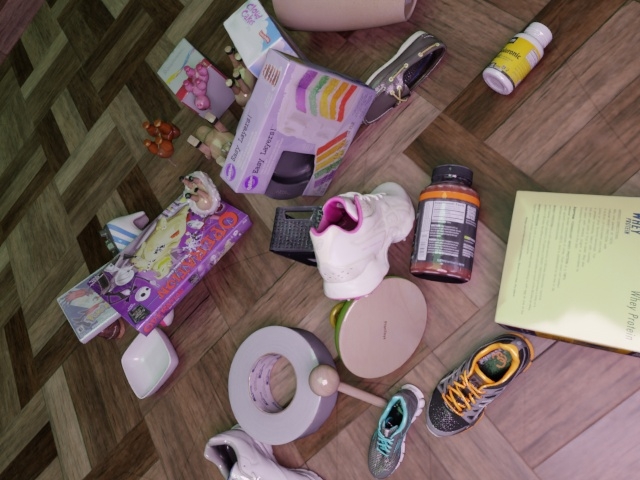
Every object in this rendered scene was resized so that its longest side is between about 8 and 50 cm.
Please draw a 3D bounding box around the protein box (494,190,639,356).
[{"bbox_3d":[0.380,0.049,0.600,0.201,0.136,0.199,8,80,32],"label":"protein box"}]

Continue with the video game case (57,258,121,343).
[{"bbox_3d":[-0.596,0.153,1.145,0.201,0.023,0.183,-41,56,-18],"label":"video game case"}]

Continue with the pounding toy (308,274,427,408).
[{"bbox_3d":[0.075,0.160,0.747,0.110,0.183,0.236,28,95,58],"label":"pounding toy"}]

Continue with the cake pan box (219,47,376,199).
[{"bbox_3d":[-0.042,-0.204,0.810,0.070,0.246,0.266,48,121,32],"label":"cake pan box"}]

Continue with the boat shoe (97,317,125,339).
[{"bbox_3d":[-0.626,0.199,1.173,0.207,0.073,0.073,32,97,34],"label":"boat shoe"}]

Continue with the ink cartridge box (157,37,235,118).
[{"bbox_3d":[-0.335,-0.438,1.151,0.127,0.128,0.176,-48,59,10],"label":"ink cartridge box"}]

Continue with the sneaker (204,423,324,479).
[{"bbox_3d":[-0.100,0.453,0.766,0.297,0.129,0.111,21,85,31],"label":"sneaker"}]

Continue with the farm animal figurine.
[{"bbox_3d":[-0.240,-0.264,1.035,0.330,0.172,0.326,-37,73,4],"label":"farm animal figurine"}]

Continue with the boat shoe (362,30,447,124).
[{"bbox_3d":[0.162,-0.327,0.863,0.227,0.081,0.068,-49,55,6],"label":"boat shoe"}]

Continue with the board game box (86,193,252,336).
[{"bbox_3d":[-0.350,0.030,0.986,0.208,0.056,0.347,30,67,23],"label":"board game box"}]

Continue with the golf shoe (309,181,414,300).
[{"bbox_3d":[0.078,-0.039,0.709,0.115,0.140,0.306,-10,30,32],"label":"golf shoe"}]

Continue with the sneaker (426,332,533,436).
[{"bbox_3d":[0.241,0.227,0.662,0.084,0.083,0.215,43,101,30],"label":"sneaker"}]

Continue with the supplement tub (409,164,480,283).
[{"bbox_3d":[0.220,-0.029,0.733,0.106,0.106,0.197,5,78,31],"label":"supplement tub"}]

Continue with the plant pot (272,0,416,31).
[{"bbox_3d":[0.071,-0.570,0.908,0.274,0.256,0.256,20,87,16],"label":"plant pot"}]

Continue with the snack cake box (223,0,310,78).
[{"bbox_3d":[-0.070,-0.365,0.898,0.089,0.264,0.152,-34,62,17],"label":"snack cake box"}]

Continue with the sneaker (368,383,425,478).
[{"bbox_3d":[0.116,0.324,0.709,0.065,0.076,0.166,19,87,33],"label":"sneaker"}]

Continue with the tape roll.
[{"bbox_3d":[-0.077,0.283,0.834,0.219,0.072,0.219,-8,73,27],"label":"tape roll"}]

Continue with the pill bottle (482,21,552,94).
[{"bbox_3d":[0.359,-0.331,0.761,0.116,0.065,0.065,-49,59,8],"label":"pill bottle"}]

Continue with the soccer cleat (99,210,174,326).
[{"bbox_3d":[-0.440,0.059,1.084,0.143,0.116,0.331,-30,73,-22],"label":"soccer cleat"}]

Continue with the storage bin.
[{"bbox_3d":[0.000,0.000,0.805,0.122,0.180,0.084,1,76,31],"label":"storage bin"}]

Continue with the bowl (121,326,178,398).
[{"bbox_3d":[-0.413,0.298,1.034,0.142,0.053,0.142,-50,58,9],"label":"bowl"}]
